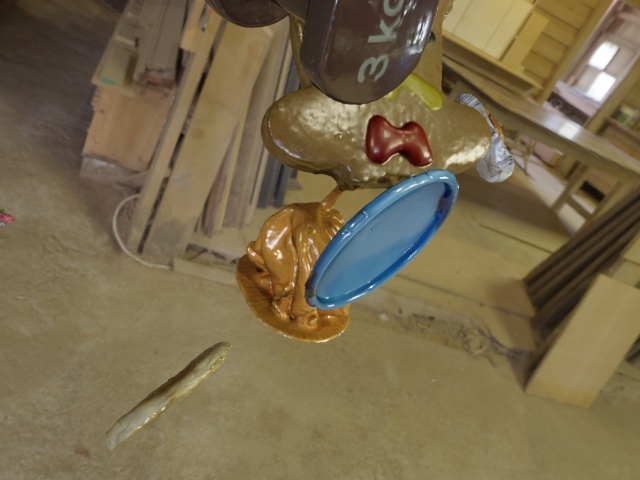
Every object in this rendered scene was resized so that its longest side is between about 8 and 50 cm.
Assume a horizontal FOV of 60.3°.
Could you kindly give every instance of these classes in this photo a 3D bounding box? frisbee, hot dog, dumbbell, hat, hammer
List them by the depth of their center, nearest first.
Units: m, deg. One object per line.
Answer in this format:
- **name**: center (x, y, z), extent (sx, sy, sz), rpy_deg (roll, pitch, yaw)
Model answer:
- **dumbbell**: center (-0.010, -0.232, 0.508), extent (0.124, 0.140, 0.225), rpy_deg (-16, 47, -36)
- **frisbee**: center (0.073, -0.004, 0.697), extent (0.242, 0.242, 0.045), rpy_deg (-9, 53, -51)
- **hammer**: center (-0.445, -0.034, 0.762), extent (0.083, 0.031, 0.053), rpy_deg (10, -7, 39)
- **hat**: center (0.000, 0.000, 0.921), extent (0.233, 0.233, 0.244), rpy_deg (39, 31, 23)
- **hot dog**: center (0.318, -0.204, 1.092), extent (0.053, 0.099, 0.192), rpy_deg (-26, 83, -24)

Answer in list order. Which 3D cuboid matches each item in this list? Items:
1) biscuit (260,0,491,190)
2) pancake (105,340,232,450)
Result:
- **biscuit**: center (0.094, -0.266, 0.816), extent (0.369, 0.076, 0.393), rpy_deg (2, 78, -22)
- **pancake**: center (-0.145, 0.148, 0.542), extent (0.025, 0.152, 0.152), rpy_deg (51, 29, 2)
